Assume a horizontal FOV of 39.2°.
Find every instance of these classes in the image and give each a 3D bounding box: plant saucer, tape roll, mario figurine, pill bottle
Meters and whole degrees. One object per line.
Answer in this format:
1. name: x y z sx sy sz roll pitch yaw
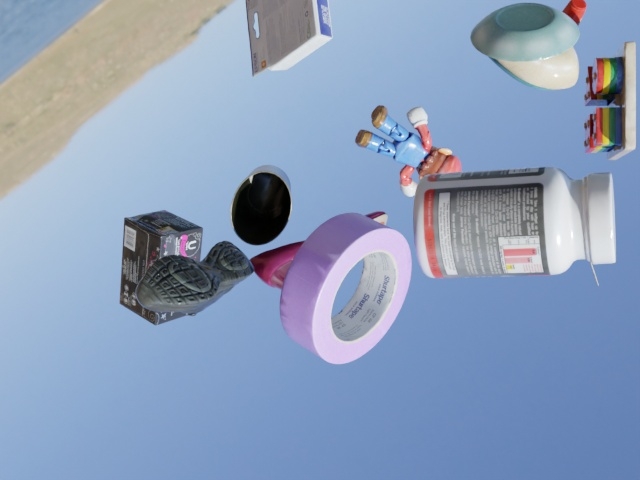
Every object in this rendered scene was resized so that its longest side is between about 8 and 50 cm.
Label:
1. plant saucer: 0.368 -0.388 1.622 0.195 0.037 0.195 -6 -140 5
2. tape roll: 0.051 0.090 1.685 0.090 0.274 0.275 28 -115 37
3. mario figurine: 0.257 -0.253 2.553 0.198 0.321 0.170 -36 -152 51
4. pill bottle: 0.375 -0.035 1.732 0.363 0.210 0.210 -2 -146 19

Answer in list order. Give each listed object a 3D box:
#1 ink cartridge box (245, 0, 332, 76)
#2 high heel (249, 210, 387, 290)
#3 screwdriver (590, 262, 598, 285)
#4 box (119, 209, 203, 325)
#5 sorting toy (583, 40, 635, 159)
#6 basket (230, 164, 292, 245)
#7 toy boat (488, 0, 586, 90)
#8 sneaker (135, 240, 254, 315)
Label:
1. ink cartridge box: -0.068 -0.468 1.827 0.224 0.045 0.223 -20 -109 48
2. high heel: 0.000 0.000 2.318 0.181 0.127 0.377 34 -129 32
3. screwdriver: 0.717 0.052 2.388 0.024 0.170 0.025 -6 -143 35
4. box: -0.412 0.066 2.316 0.163 0.247 0.142 24 -155 37
5. sorting toy: 0.712 -0.339 2.233 0.089 0.255 0.257 0 179 9
6. basket: -0.149 -0.117 2.413 0.227 0.154 0.204 -85 -168 -71
7. toy boat: 0.551 -0.486 2.240 0.318 0.267 0.148 -39 164 -32
8. sneaker: -0.236 0.091 1.626 0.130 0.109 0.286 -47 164 27
